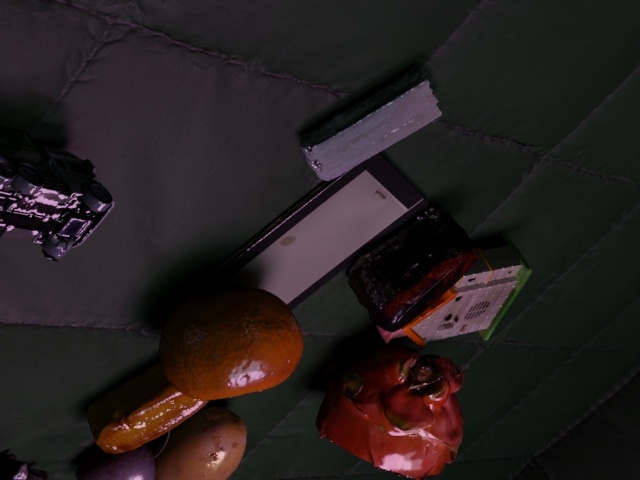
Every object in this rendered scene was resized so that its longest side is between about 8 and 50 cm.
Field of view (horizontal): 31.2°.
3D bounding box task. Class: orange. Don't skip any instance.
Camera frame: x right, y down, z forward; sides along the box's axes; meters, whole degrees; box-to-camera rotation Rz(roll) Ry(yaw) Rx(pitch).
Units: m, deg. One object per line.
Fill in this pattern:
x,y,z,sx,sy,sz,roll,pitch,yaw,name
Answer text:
-0.140,0.157,1.789,0.224,0.170,0.224,-10,179,0,orange

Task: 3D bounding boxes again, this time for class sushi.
0.158,0.048,1.993,0.225,0.126,0.136,-40,162,-1,sushi

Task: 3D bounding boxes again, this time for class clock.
0.240,0.106,2.203,0.255,0.106,0.220,-9,142,-30,clock

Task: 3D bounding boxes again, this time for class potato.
-0.234,0.407,2.153,0.150,0.146,0.234,28,120,-25,potato

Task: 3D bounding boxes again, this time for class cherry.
-0.355,0.392,2.039,0.148,0.115,0.188,12,133,-1,cherry

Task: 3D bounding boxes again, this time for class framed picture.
0.000,0.000,1.868,0.347,0.016,0.265,-38,151,10,framed picture

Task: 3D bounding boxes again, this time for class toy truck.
-0.358,-0.062,1.290,0.114,0.124,0.253,-45,152,22,toy truck

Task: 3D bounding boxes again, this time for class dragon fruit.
0.153,0.310,2.251,0.305,0.305,0.226,8,103,-51,dragon fruit

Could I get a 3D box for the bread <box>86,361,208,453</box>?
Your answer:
-0.275,0.264,1.924,0.245,0.094,0.102,-31,146,-3,bread

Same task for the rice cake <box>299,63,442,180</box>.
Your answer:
0.072,-0.165,1.660,0.211,0.038,0.124,-34,152,1,rice cake

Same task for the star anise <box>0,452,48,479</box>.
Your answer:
-0.558,0.431,1.874,0.212,0.129,0.283,-45,158,-13,star anise
